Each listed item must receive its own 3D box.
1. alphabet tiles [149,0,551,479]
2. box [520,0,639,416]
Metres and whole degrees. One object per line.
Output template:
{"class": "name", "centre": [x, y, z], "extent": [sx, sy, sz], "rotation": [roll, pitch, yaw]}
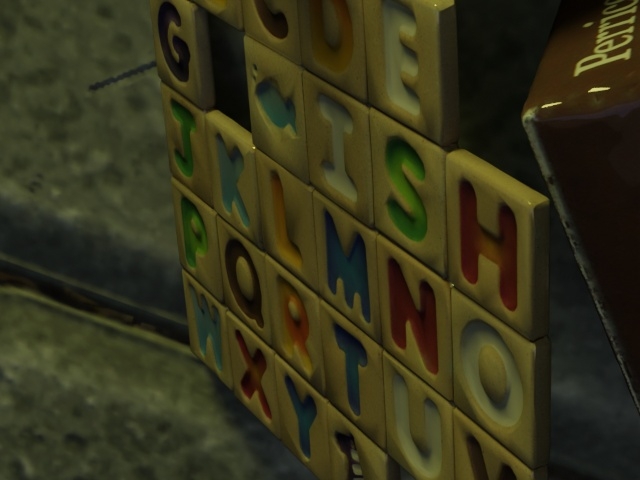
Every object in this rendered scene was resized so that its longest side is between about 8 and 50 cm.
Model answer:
{"class": "alphabet tiles", "centre": [0.000, 0.000, 0.499], "extent": [0.009, 0.237, 0.198], "rotation": [-17, 119, -24]}
{"class": "box", "centre": [0.188, -0.023, 0.443], "extent": [0.203, 0.168, 0.167], "rotation": [-17, 111, 22]}
